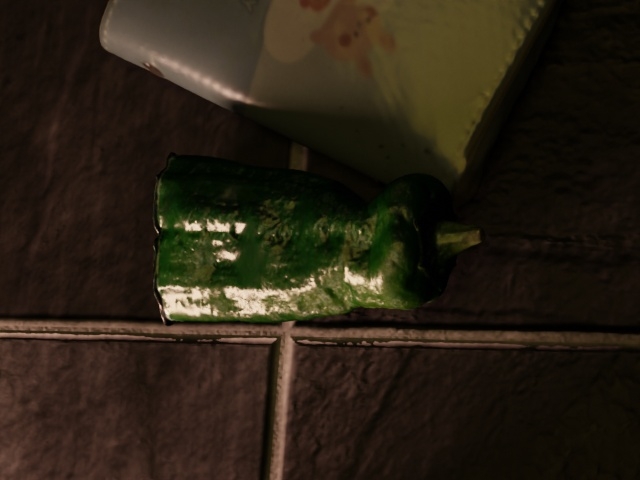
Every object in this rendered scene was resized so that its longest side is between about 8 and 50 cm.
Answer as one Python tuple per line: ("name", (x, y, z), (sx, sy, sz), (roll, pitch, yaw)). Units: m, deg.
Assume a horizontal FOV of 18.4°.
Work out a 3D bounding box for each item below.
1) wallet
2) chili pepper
("wallet", (0.013, -0.202, 1.610), (0.360, 0.083, 0.252), (26, 89, 19))
("chili pepper", (0.000, 0.000, 1.547), (0.270, 0.099, 0.136), (1, 67, 21))
